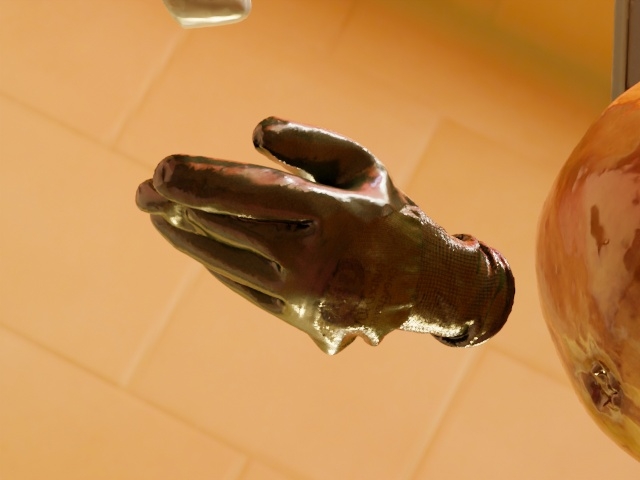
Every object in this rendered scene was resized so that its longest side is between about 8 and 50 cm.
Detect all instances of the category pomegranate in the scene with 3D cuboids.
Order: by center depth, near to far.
[{"bbox_3d":[0.380,0.021,1.572,0.410,0.410,0.410,-60,-11,-19],"label":"pomegranate"}]

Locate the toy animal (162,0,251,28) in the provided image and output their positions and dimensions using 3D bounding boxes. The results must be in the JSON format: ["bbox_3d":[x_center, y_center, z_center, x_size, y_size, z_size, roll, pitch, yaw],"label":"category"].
[{"bbox_3d":[-0.037,-0.290,1.290,0.265,0.206,0.272,-33,-14,4],"label":"toy animal"}]

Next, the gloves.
[{"bbox_3d":[0.010,0.003,1.258,0.107,0.268,0.135,18,89,63],"label":"gloves"}]

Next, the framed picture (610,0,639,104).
[{"bbox_3d":[0.364,-0.188,1.821,0.019,0.232,0.296,-25,-55,-39],"label":"framed picture"}]
